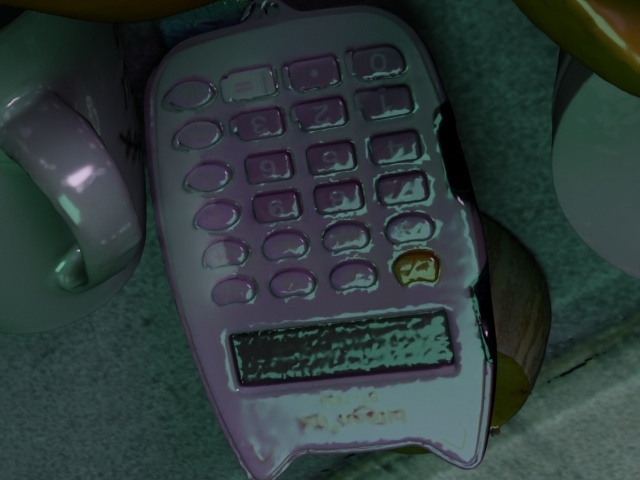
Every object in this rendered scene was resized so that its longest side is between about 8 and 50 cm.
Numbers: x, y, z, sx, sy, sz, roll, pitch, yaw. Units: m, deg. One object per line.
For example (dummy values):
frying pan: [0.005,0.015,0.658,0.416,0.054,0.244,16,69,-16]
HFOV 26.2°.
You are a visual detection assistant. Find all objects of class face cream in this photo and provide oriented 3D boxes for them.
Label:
face cream: [0.210,-0.082,0.708,0.177,0.153,0.177,7,132,8]

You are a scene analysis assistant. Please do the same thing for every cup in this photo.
cup: [-0.170,-0.047,0.762,0.186,0.258,0.234,-34,138,-17]

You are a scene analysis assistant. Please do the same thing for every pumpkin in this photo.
pumpkin: [0.051,0.077,0.922,0.217,0.110,0.217,2,130,2]

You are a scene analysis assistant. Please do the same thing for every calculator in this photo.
calculator: [0.001,0.000,0.814,0.194,0.043,0.294,-7,104,18]

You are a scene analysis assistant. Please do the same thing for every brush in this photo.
brush: [-0.056,-0.094,0.840,0.070,0.021,0.196,-3,132,16]

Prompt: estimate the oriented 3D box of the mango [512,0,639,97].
mango: [0.145,-0.178,0.512,0.182,0.365,0.253,5,100,1]

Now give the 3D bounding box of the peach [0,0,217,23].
peach: [-0.103,-0.256,0.503,0.342,0.343,0.302,20,111,-7]
